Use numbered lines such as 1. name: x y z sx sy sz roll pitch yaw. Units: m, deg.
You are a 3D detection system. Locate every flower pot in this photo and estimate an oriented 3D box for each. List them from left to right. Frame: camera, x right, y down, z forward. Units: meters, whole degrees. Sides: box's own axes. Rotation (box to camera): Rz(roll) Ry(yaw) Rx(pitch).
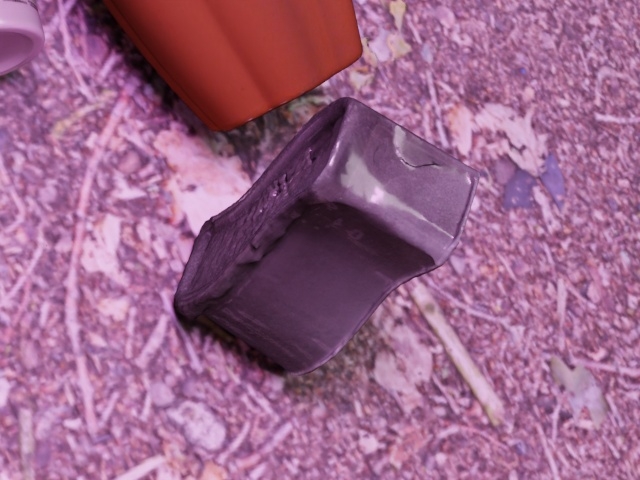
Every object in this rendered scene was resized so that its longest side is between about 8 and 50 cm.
1. flower pot: -0.065 -0.180 1.456 0.190 0.190 0.173 -33 100 -41
2. flower pot: 0.000 0.000 1.365 0.108 0.229 0.103 30 46 -17

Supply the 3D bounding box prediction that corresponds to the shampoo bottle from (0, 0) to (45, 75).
1. shampoo bottle: -0.275 -0.264 1.395 0.092 0.092 0.303 -7 71 -37
